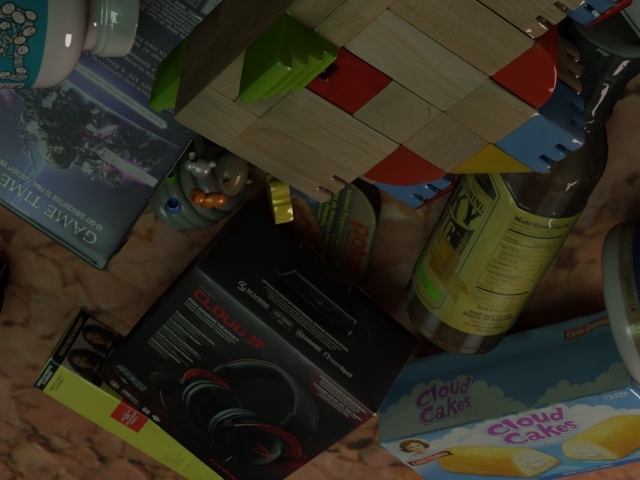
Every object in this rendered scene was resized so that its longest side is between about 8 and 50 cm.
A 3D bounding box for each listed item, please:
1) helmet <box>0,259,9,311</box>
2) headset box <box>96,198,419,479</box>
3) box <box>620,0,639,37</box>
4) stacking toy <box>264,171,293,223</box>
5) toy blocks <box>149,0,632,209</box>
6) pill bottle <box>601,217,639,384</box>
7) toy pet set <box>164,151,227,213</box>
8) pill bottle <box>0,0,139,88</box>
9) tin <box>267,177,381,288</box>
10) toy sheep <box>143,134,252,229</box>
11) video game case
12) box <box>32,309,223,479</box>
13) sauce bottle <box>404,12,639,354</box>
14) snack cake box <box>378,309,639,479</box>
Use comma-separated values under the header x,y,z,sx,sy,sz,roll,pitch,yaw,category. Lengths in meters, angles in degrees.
x,y,z,sx,sy,sz,roll,pitch,yaw,category
-0.420,0.072,1.427,0.169,0.161,0.169,9,129,11,helmet
-0.061,0.110,1.327,0.218,0.110,0.293,40,139,-6,headset box
0.327,-0.162,0.996,0.290,0.087,0.169,48,164,-19,box
0.024,-0.125,1.155,0.167,0.052,0.221,-12,126,-5,stacking toy
0.082,-0.136,0.998,0.261,0.190,0.381,28,137,-26,toy blocks
0.385,0.033,1.136,0.265,0.153,0.153,-14,121,27,pill bottle
-0.092,-0.098,1.215,0.114,0.122,0.065,-8,156,-7,toy pet set
-0.282,-0.193,1.064,0.264,0.146,0.146,-3,136,-25,pill bottle
0.000,0.000,1.316,0.106,0.040,0.189,20,131,8,tin
-0.121,-0.053,1.284,0.132,0.091,0.091,-22,118,35,toy sheep
-0.197,-0.138,1.184,0.196,0.026,0.274,35,99,-6,video game case
-0.193,0.178,1.487,0.232,0.087,0.058,34,129,-8,box
0.178,-0.048,1.174,0.111,0.111,0.344,23,128,0,sauce bottle
0.206,0.164,1.313,0.264,0.089,0.152,-18,141,30,snack cake box
